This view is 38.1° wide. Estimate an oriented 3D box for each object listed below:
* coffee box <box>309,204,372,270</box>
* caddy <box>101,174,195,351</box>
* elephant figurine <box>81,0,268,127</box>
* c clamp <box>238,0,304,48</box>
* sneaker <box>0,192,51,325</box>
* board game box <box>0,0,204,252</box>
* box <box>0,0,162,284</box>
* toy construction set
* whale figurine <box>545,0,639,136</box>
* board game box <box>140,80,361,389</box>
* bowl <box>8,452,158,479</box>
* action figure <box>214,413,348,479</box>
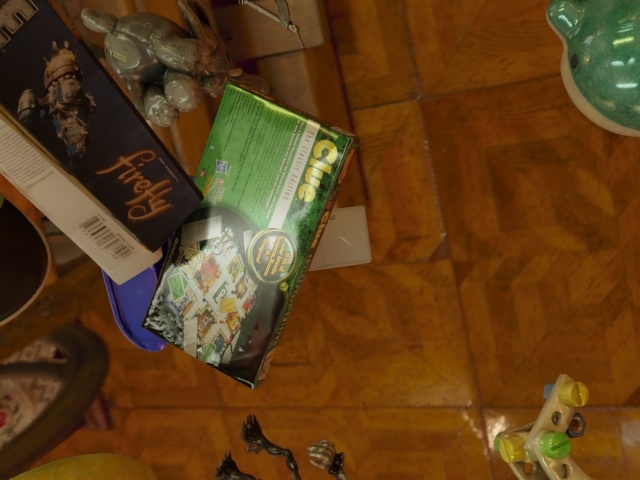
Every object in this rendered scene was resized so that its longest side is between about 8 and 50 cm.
[{"bbox_3d":[0.000,0.000,1.939,0.168,0.297,0.119,-7,90,-5],"label":"coffee box"},{"bbox_3d":[-0.252,0.042,1.656,0.241,0.179,0.341,1,127,7],"label":"caddy"},{"bbox_3d":[-0.197,-0.264,1.342,0.169,0.239,0.186,5,116,20],"label":"elephant figurine"},{"bbox_3d":[-0.100,-0.412,1.626,0.160,0.022,0.137,36,165,17],"label":"c clamp"},{"bbox_3d":[-0.180,-0.003,0.350,0.097,0.234,0.084,20,82,33],"label":"sneaker"},{"bbox_3d":[-0.156,-0.100,0.400,0.165,0.243,0.042,39,80,24],"label":"board game box"},{"bbox_3d":[-0.257,-0.135,0.900,0.058,0.322,0.232,-32,130,7],"label":"box"},{"bbox_3d":[0.206,0.320,1.056,0.327,0.151,0.215,-29,94,-11],"label":"toy construction set"},{"bbox_3d":[0.360,-0.254,1.020,0.216,0.141,0.272,4,76,-9],"label":"whale figurine"},{"bbox_3d":[-0.070,-0.004,0.874,0.136,0.030,0.260,28,106,19],"label":"board game box"},{"bbox_3d":[-0.241,0.357,0.868,0.156,0.289,0.289,43,125,34],"label":"bowl"},{"bbox_3d":[-0.031,0.385,1.405,0.275,0.164,0.141,27,155,25],"label":"action figure"}]
